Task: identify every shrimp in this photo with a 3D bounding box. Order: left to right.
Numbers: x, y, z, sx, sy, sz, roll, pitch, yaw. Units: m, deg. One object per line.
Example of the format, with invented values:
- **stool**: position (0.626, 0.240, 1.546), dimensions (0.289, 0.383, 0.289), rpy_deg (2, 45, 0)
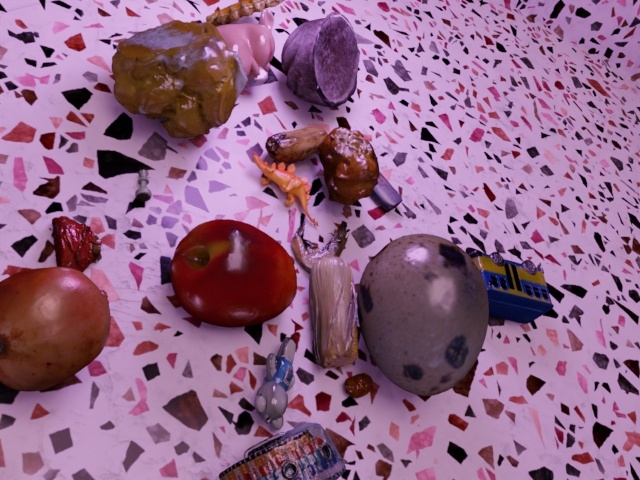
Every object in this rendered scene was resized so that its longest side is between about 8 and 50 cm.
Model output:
- **shrimp**: position (0.000, 0.000, 1.797), dimensions (0.150, 0.051, 0.217), rpy_deg (35, 53, 1)

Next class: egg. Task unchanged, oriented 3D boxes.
- **egg**: position (0.269, 0.188, 1.627), dimensions (0.344, 0.345, 0.428), rpy_deg (13, 55, -23)

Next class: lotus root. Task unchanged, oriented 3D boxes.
- **lotus root**: position (-0.068, -0.296, 1.927), dimensions (0.258, 0.097, 0.110), rpy_deg (-21, 41, -41)

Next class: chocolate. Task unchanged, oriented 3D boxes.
- **chocolate**: position (-0.026, -0.594, 2.060), dimensions (0.212, 0.303, 0.303), rpy_deg (9, 38, 32)

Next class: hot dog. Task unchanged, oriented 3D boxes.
- **hot dog**: position (0.097, 0.376, 1.605), dimensions (0.083, 0.035, 0.058), rpy_deg (-11, 66, -36)

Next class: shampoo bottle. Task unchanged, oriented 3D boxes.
- **shampoo bottle**: position (0.172, -0.200, 2.035), dimensions (0.087, 0.049, 0.234), rpy_deg (-31, 77, -43)

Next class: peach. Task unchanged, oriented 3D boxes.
- **peach**: position (-0.204, 0.087, 1.547), dimensions (0.338, 0.281, 0.281), rpy_deg (33, 36, -57)

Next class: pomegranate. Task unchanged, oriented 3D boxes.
- **pomegranate**: position (-0.538, 0.164, 1.242), dimensions (0.229, 0.252, 0.270), rpy_deg (53, 28, 0)

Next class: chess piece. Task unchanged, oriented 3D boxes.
- **chess piece**: position (-0.466, -0.150, 1.634), dimensions (0.042, 0.042, 0.093), rpy_deg (9, 49, -25)

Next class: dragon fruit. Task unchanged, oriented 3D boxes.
- **dragon fruit**: position (-0.563, 0.001, 1.447), dimensions (0.106, 0.083, 0.162), rpy_deg (0, 57, -33)

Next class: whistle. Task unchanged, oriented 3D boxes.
- **whistle**: position (-0.104, 0.334, 1.493), dimensions (0.114, 0.077, 0.236), rpy_deg (52, 35, -31)

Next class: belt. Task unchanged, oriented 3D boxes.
- **belt**: position (-0.077, 0.487, 1.312), dimensions (0.257, 0.207, 0.150), rpy_deg (-19, 72, -30)

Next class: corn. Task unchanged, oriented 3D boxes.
- **corn**: position (0.034, 0.189, 1.633), dimensions (0.123, 0.122, 0.305), rpy_deg (-3, 60, -6)

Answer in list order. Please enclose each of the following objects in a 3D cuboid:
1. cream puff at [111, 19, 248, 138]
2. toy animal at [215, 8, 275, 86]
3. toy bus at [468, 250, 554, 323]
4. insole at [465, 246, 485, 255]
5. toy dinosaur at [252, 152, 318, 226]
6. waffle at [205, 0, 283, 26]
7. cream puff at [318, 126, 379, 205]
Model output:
- **cream puff**: position (-0.390, -0.437, 1.743), dimensions (0.378, 0.276, 0.378), rpy_deg (-3, 41, 3)
- **toy animal**: position (-0.247, -0.591, 1.966), dimensions (0.256, 0.195, 0.213), rpy_deg (-21, 81, -41)
- **toy bus**: position (0.579, 0.150, 1.976), dimensions (0.287, 0.138, 0.175), rpy_deg (14, 52, -23)
- **insole**: position (0.570, 0.076, 2.110), dimensions (0.188, 0.004, 0.064), rpy_deg (31, 49, -9)
- **toy dinosaur**: position (-0.088, -0.168, 1.852), dimensions (0.288, 0.070, 0.117), rpy_deg (42, 47, -5)
- **waffle**: position (-0.243, -0.781, 2.077), dimensions (0.261, 0.250, 0.056), rpy_deg (-42, 121, -45)
- **cream puff**: position (0.087, -0.221, 1.869), dimensions (0.154, 0.269, 0.241), rpy_deg (-13, 103, -8)
